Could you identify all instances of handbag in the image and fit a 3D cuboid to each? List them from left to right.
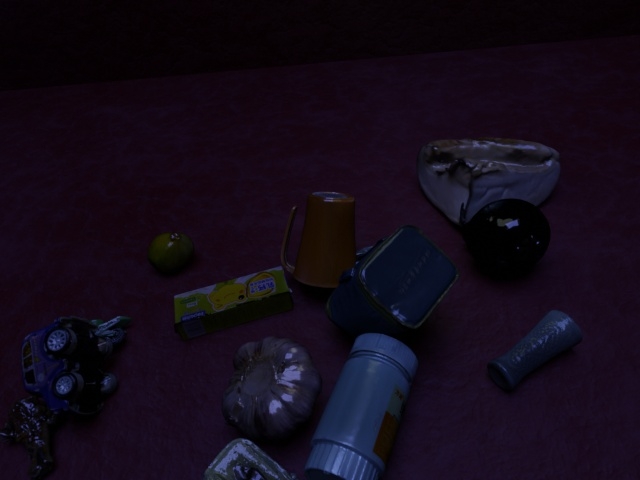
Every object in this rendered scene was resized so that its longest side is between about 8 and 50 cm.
[{"bbox_3d":[0.163,0.121,1.142,0.222,0.241,0.263,46,56,7],"label":"handbag"}]

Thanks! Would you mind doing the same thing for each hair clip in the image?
[{"bbox_3d":[-0.077,0.521,0.900,0.321,0.091,0.138,31,55,22],"label":"hair clip"}]

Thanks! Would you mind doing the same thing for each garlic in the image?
[{"bbox_3d":[-0.105,0.335,1.062,0.245,0.160,0.245,-14,53,19],"label":"garlic"}]

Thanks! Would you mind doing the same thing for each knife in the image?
[{"bbox_3d":[0.133,0.035,1.441,0.210,0.015,0.028,-14,37,-7],"label":"knife"}]

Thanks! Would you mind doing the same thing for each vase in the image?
[{"bbox_3d":[0.492,0.258,1.089,0.219,0.096,0.096,-29,46,-17],"label":"vase"}]

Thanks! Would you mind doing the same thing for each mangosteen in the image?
[{"bbox_3d":[0.512,-0.018,1.303,0.243,0.243,0.243,-5,43,4],"label":"mangosteen"}]

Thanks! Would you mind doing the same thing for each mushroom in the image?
[{"bbox_3d":[0.553,-0.218,1.536,0.397,0.224,0.313,-12,28,-14],"label":"mushroom"}]

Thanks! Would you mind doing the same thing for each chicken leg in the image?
[{"bbox_3d":[-0.660,0.448,1.088,0.196,0.080,0.125,29,64,25],"label":"chicken leg"}]

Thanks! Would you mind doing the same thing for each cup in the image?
[{"bbox_3d":[0.000,0.000,1.311,0.226,0.264,0.182,8,14,17],"label":"cup"}]

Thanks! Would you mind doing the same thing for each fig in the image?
[{"bbox_3d":[-0.469,0.033,1.471,0.153,0.121,0.136,-30,47,11],"label":"fig"}]

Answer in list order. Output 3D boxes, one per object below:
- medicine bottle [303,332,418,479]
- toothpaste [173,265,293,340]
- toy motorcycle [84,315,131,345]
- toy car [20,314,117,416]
[{"bbox_3d":[0.090,0.366,0.985,0.158,0.158,0.318,12,46,21],"label":"medicine bottle"},{"bbox_3d":[-0.243,0.173,1.308,0.327,0.077,0.110,-15,41,-8],"label":"toothpaste"},{"bbox_3d":[-0.626,0.257,1.292,0.190,0.074,0.106,-6,34,3],"label":"toy motorcycle"},{"bbox_3d":[-0.615,0.312,1.129,0.158,0.172,0.235,-19,70,3],"label":"toy car"}]
